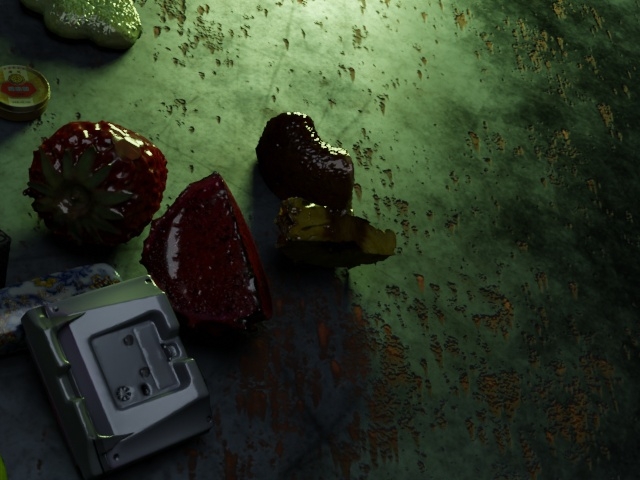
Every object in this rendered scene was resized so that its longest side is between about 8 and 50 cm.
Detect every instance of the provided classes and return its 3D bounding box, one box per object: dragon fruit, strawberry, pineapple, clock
[{"bbox_3d":[-0.154,0.048,1.480,0.189,0.163,0.261,19,42,-48],"label":"dragon fruit"},{"bbox_3d":[-0.326,-0.100,1.530,0.205,0.205,0.244,29,24,3],"label":"strawberry"},{"bbox_3d":[0.000,-0.001,1.593,0.233,0.135,0.079,17,73,-36],"label":"pineapple"},{"bbox_3d":[-0.269,0.174,1.319,0.186,0.083,0.253,-18,75,-34],"label":"clock"}]

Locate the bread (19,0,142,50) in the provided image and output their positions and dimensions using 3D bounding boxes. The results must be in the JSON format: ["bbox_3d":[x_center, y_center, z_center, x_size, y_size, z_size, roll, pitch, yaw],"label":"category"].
[{"bbox_3d":[-0.462,-0.461,1.851,0.207,0.056,0.286,-12,55,-32],"label":"bread"}]

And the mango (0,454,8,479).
[{"bbox_3d":[-0.476,0.243,1.167,0.293,0.143,0.175,50,11,32],"label":"mango"}]

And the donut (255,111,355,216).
[{"bbox_3d":[-0.019,-0.124,1.698,0.144,0.126,0.186,-7,54,-19],"label":"donut"}]

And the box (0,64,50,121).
[{"bbox_3d":[-0.509,-0.247,1.655,0.106,0.037,0.105,12,47,-13],"label":"box"}]

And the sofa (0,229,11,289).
[{"bbox_3d":[-0.470,0.025,1.378,0.060,0.118,0.039,40,47,13],"label":"sofa"}]

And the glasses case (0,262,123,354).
[{"bbox_3d":[-0.392,0.098,1.383,0.248,0.065,0.087,-19,66,-35],"label":"glasses case"}]
